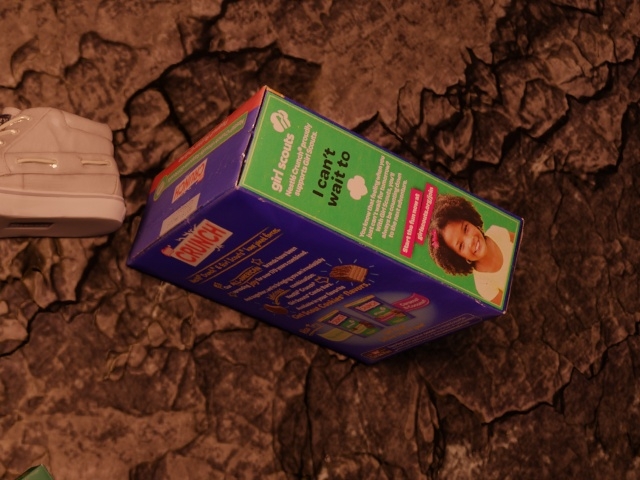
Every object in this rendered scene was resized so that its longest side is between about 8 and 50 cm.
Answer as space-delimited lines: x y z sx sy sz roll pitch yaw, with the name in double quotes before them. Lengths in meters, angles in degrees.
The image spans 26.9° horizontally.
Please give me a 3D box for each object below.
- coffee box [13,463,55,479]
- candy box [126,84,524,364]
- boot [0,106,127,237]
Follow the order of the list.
"coffee box" -0.289 0.295 1.176 0.184 0.040 0.113 -39 96 -30
"candy box" 0.000 0.000 1.389 0.317 0.268 0.122 24 63 -23
"boot" -0.320 -0.072 1.337 0.258 0.095 0.123 3 70 -38
